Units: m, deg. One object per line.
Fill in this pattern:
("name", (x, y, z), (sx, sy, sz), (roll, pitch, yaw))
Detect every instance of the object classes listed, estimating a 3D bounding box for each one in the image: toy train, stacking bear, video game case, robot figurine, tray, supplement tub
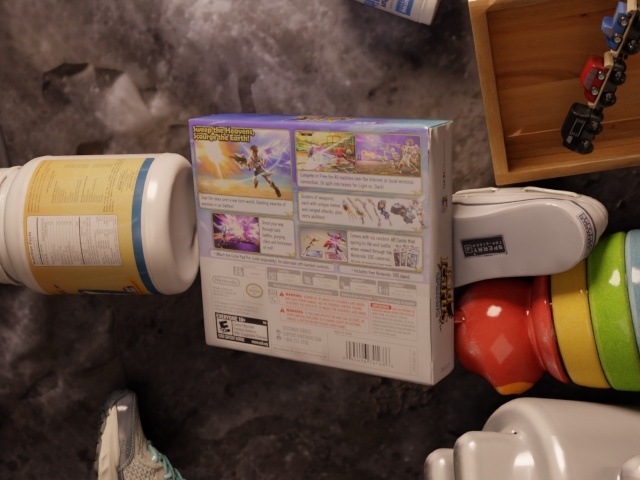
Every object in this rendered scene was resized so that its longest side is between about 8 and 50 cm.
("toy train", (0.240, -0.140, 0.837), (0.036, 0.027, 0.158), (17, 133, 4))
("stacking bear", (0.266, 0.078, 0.944), (0.289, 0.175, 0.164), (-10, 76, 22))
("video game case", (0.000, 0.000, 0.971), (0.269, 0.061, 0.244), (6, 108, 30))
("robot figurine", (0.279, 0.256, 0.935), (0.353, 0.300, 0.199), (6, 68, -15))
("tray", (0.346, -0.175, 0.861), (0.411, 0.076, 0.203), (-8, 131, 11))
("supplement tub", (-0.232, -0.016, 1.009), (0.200, 0.144, 0.144), (0, 105, 11))
("supplement tub", (0.066, -0.254, 0.931), (0.107, 0.071, 0.071), (20, 107, 5))

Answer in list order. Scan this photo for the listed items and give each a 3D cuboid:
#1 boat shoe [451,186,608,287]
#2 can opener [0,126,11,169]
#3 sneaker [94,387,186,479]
("boat shoe", (0.154, -0.004, 0.964), (0.258, 0.084, 0.095), (3, 108, 38))
("can opener", (-0.356, -0.057, 1.067), (0.059, 0.073, 0.186), (-2, 94, 14))
("sneaker", (-0.184, 0.294, 1.120), (0.122, 0.110, 0.283), (-9, 106, -6))
